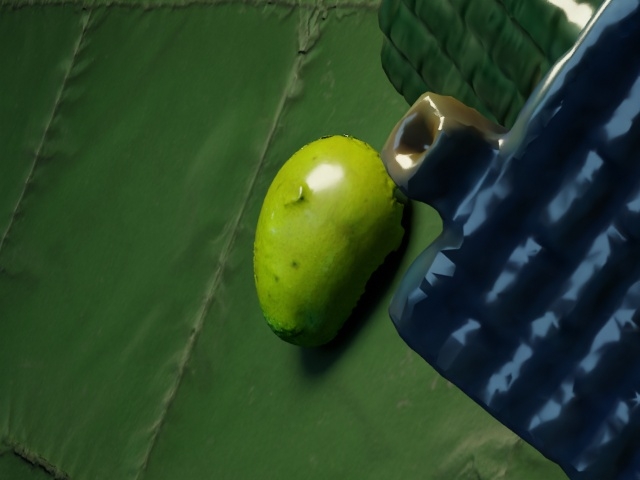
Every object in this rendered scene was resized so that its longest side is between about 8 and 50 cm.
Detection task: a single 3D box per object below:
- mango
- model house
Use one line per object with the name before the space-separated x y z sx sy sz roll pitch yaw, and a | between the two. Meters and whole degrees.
mango | -0.001 0.000 1.610 0.119 0.100 0.178 28 101 56
model house | 0.230 -0.096 1.049 0.395 0.400 0.445 -56 32 20
